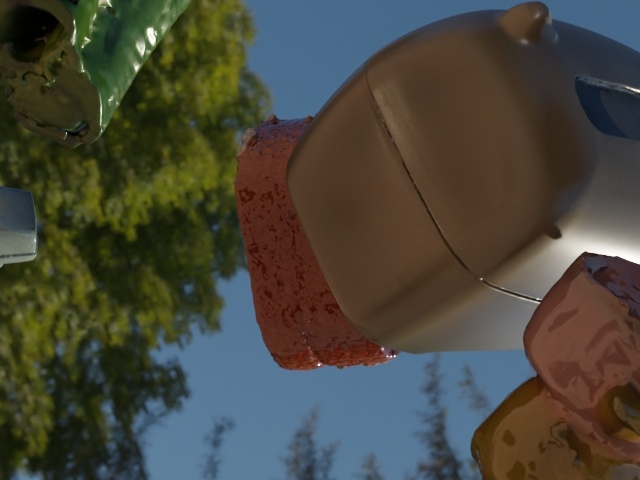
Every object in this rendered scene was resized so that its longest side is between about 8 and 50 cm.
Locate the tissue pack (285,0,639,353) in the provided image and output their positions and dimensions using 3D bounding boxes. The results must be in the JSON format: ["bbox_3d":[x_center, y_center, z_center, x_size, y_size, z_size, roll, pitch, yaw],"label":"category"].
[{"bbox_3d":[0.188,-0.051,1.221,0.277,0.387,0.267,-37,-116,34],"label":"tissue pack"}]

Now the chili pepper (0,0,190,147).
[{"bbox_3d":[-0.032,-0.182,0.576,0.076,0.359,0.085,1,-45,35],"label":"chili pepper"}]

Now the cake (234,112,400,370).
[{"bbox_3d":[0.000,0.000,1.405,0.151,0.177,0.283,-3,-83,22],"label":"cake"}]

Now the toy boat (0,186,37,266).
[{"bbox_3d":[-0.365,-0.006,1.115,0.085,0.260,0.078,116,-33,-49],"label":"toy boat"}]

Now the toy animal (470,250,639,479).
[{"bbox_3d":[0.216,0.131,1.035,0.169,0.195,0.281,27,-66,15],"label":"toy animal"}]
